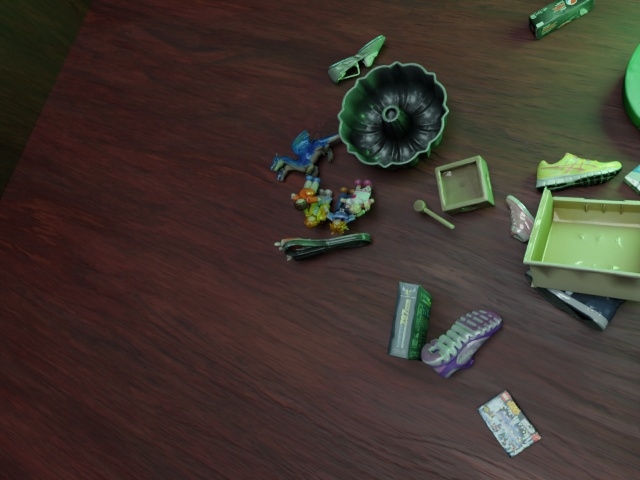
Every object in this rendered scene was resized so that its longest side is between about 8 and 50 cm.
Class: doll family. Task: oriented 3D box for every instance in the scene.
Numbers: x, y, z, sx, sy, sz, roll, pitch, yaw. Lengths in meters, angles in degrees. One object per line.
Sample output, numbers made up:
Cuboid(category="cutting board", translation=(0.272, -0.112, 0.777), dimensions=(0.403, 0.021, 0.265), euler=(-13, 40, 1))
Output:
Cuboid(category="doll family", translation=(0.039, -0.094, 1.609), dimensions=(0.262, 0.118, 0.163), euler=(5, 46, 20))

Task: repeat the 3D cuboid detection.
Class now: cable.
Cuboid(category="cable", translation=(0.000, 0.000, 1.600), dimensions=(0.287, 0.139, 0.072), euler=(-17, 64, 15))

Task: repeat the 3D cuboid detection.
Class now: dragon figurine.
Cuboid(category="dragon figurine", translation=(-0.036, -0.293, 1.713), dimensions=(0.144, 0.085, 0.289), euler=(43, 97, 25))

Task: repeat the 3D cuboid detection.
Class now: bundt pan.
Cuboid(category="bundt pan", translation=(0.225, -0.354, 1.600), dimensions=(0.330, 0.124, 0.331), euler=(-6, 75, 22))

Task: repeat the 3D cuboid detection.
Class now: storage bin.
Cuboid(category="storage bin", translation=(0.656, -0.003, 1.278), dimensions=(0.262, 0.123, 0.260), euler=(7, 56, 34))

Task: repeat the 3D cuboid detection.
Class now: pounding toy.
Cuboid(category="pounding toy", translation=(0.372, -0.114, 1.504), dimensions=(0.206, 0.094, 0.181), euler=(-14, 77, 28))

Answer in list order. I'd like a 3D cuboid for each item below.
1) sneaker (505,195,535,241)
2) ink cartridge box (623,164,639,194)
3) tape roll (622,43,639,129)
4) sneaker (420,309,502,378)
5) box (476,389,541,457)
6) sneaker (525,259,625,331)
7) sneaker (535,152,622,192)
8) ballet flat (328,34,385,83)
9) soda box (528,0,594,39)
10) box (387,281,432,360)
Cuboid(category="sneaker", translation=(0.527, -0.055, 1.443), dimensions=(0.070, 0.051, 0.134), euler=(-36, 71, 5))
Cuboid(category="ink cartridge box", translation=(0.820, -0.143, 1.357), dimensions=(0.048, 0.028, 0.083), euler=(-42, 66, 8))
Cuboid(category="tape roll", translation=(0.932, -0.396, 1.326), dimensions=(0.321, 0.077, 0.322), euler=(-3, 83, 23))
Cuboid(category="sneaker", translation=(0.379, 0.276, 1.407), dimensions=(0.236, 0.105, 0.095), euler=(-33, 22, -7))
Cuboid(category="box", translation=(0.474, 0.460, 1.351), dimensions=(0.094, 0.027, 0.137), euler=(-38, 66, 9))
Cuboid(category="sneaker", translation=(0.649, 0.100, 1.341), dimensions=(0.226, 0.086, 0.163), euler=(37, 84, 34))
Cuboid(category="sneaker", translation=(0.670, -0.190, 1.402), dimensions=(0.208, 0.081, 0.094), euler=(-7, 73, 21))
Cuboid(category="ballet flat", translation=(0.126, -0.579, 1.737), dimensions=(0.213, 0.072, 0.068), euler=(-28, 96, 15))
Cuboid(category="soda box", translation=(0.682, -0.646, 1.520), dimensions=(0.168, 0.060, 0.053), euler=(-27, 67, 15))
Cuboid(category="box", translation=(0.237, 0.216, 1.394), dimensions=(0.059, 0.232, 0.184), euler=(8, 81, 21))
